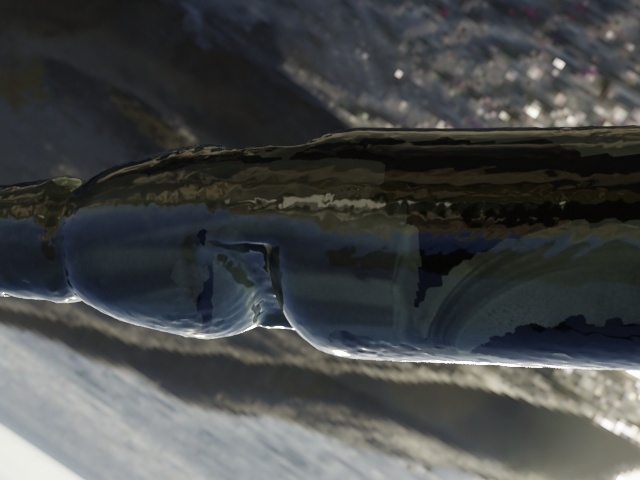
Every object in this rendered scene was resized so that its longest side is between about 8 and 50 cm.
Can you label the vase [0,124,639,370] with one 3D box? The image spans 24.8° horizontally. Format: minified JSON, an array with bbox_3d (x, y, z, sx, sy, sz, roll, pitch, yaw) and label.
[{"bbox_3d":[0.000,0.000,0.374,0.211,0.060,0.060,1,154,21],"label":"vase"}]
